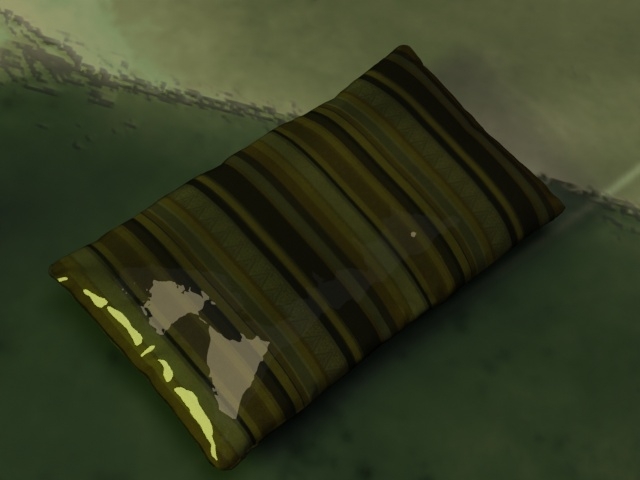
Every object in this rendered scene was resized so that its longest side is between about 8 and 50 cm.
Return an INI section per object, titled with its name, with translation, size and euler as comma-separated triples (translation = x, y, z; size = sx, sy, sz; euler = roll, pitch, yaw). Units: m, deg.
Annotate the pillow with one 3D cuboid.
[pillow]
translation = 0.000, 0.000, 0.564
size = 0.203, 0.038, 0.113
euler = -34, 71, -27
